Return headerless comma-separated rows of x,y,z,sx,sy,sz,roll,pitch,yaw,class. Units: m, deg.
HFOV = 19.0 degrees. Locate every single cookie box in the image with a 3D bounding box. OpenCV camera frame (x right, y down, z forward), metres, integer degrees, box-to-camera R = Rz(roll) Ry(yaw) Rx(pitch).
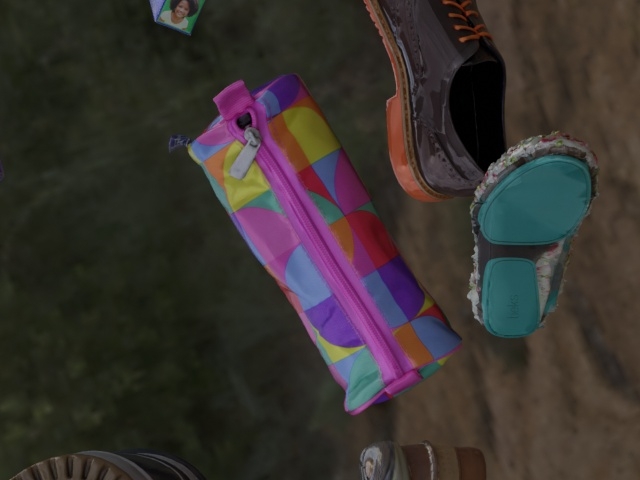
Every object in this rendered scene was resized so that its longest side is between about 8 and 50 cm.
-0.125,-0.264,1.824,0.107,0.040,0.092,-64,21,21,cookie box

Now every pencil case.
0.000,0.000,1.289,0.236,0.104,0.104,57,160,-2,pencil case

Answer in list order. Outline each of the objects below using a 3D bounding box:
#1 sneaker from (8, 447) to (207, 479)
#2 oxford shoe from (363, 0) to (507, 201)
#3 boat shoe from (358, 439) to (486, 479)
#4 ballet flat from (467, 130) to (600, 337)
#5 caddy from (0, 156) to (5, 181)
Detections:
-0.160,0.192,0.855,0.099,0.282,0.153,52,-169,9,sneaker
0.101,-0.167,1.482,0.098,0.097,0.271,-3,99,55,oxford shoe
0.103,0.314,1.636,0.123,0.116,0.324,-110,13,-59,boat shoe
0.149,-0.019,1.405,0.241,0.091,0.077,102,175,-54,ballet flat
-0.439,-0.104,1.809,0.241,0.179,0.341,52,-179,-23,caddy
